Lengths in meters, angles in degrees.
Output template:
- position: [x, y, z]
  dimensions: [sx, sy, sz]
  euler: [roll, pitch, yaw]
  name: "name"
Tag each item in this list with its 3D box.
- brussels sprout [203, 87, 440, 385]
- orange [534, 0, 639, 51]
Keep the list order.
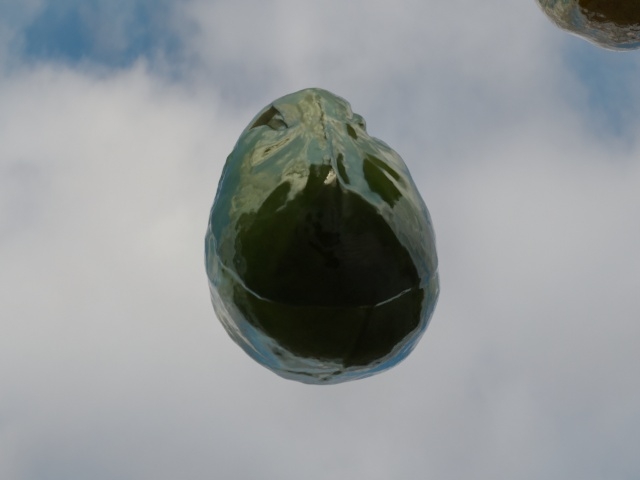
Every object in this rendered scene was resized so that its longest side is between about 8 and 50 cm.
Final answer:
- position: [-0.002, -0.001, 1.191]
  dimensions: [0.289, 0.281, 0.355]
  euler: [-4, -102, -16]
  name: "brussels sprout"
- position: [0.391, -0.378, 1.209]
  dimensions: [0.279, 0.235, 0.279]
  euler: [2, -59, 4]
  name: "orange"
